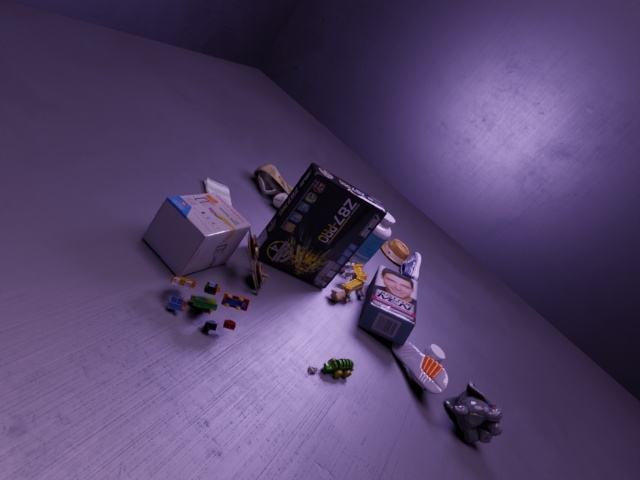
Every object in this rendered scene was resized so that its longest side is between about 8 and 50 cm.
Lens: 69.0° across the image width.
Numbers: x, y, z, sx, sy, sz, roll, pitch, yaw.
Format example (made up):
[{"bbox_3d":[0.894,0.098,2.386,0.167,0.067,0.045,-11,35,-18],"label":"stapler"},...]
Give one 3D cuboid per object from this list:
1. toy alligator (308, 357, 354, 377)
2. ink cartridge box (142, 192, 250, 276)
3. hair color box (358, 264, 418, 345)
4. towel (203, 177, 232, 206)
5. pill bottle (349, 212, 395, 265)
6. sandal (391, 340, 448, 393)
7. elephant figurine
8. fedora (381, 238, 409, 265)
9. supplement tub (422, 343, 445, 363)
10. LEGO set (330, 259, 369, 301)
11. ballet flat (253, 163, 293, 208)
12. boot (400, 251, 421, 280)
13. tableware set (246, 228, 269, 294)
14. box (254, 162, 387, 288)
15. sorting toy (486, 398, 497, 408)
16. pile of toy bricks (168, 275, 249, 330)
[{"bbox_3d":[0.047,0.382,1.418,0.190,0.051,0.056,15,33,-43],"label":"toy alligator"},{"bbox_3d":[-0.366,-0.026,1.407,0.171,0.168,0.233,43,23,12],"label":"ink cartridge box"},{"bbox_3d":[0.281,0.248,1.872,0.186,0.113,0.374,25,23,3],"label":"hair color box"},{"bbox_3d":[-0.399,-0.182,1.823,0.113,0.023,0.152,21,29,-33],"label":"towel"},{"bbox_3d":[0.221,-0.018,2.119,0.146,0.264,0.146,32,25,-17],"label":"pill bottle"},{"bbox_3d":[0.361,0.462,1.686,0.265,0.102,0.076,43,-25,50],"label":"sandal"},{"bbox_3d":[0.532,0.591,1.662,0.170,0.185,0.239,-8,18,1],"label":"elephant figurine"},{"bbox_3d":[0.415,0.054,2.502,0.194,0.079,0.194,31,24,-16],"label":"fedora"},{"bbox_3d":[0.406,0.448,1.748,0.071,0.107,0.071,32,24,-16],"label":"supplement tub"},{"bbox_3d":[0.125,0.189,1.866,0.132,0.106,0.287,6,27,10],"label":"LEGO set"},{"bbox_3d":[-0.188,-0.213,2.095,0.123,0.123,0.348,1,44,-55],"label":"ballet flat"},{"bbox_3d":[0.468,0.121,2.424,0.086,0.069,0.189,29,45,-15],"label":"boot"},{"bbox_3d":[-0.198,0.064,1.490,0.039,0.194,0.128,-7,33,0],"label":"tableware set"},{"bbox_3d":[-0.008,-0.039,1.669,0.319,0.394,0.097,27,24,-28],"label":"box"},{"bbox_3d":[0.660,0.657,1.836,0.102,0.042,0.061,37,5,27],"label":"sorting toy"},{"bbox_3d":[-0.307,0.167,1.262,0.213,0.117,0.105,18,-1,-8],"label":"pile of toy bricks"}]
